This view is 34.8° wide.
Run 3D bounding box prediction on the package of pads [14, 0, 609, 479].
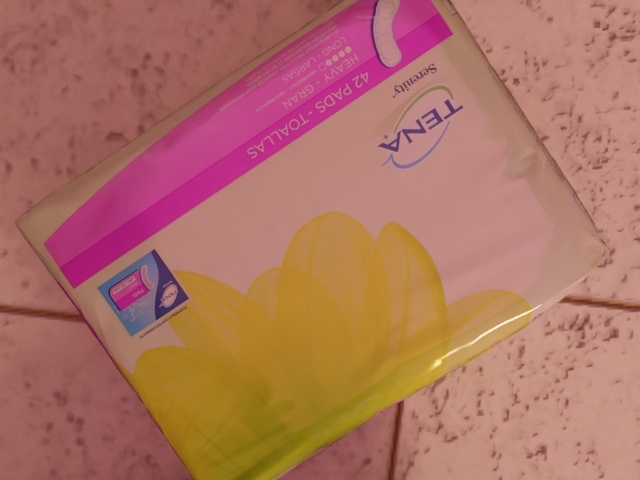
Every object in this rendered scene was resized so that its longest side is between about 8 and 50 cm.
[{"bbox_3d":[0.000,0.000,0.641,0.296,0.101,0.229,-34,94,3],"label":"package of pads"}]
